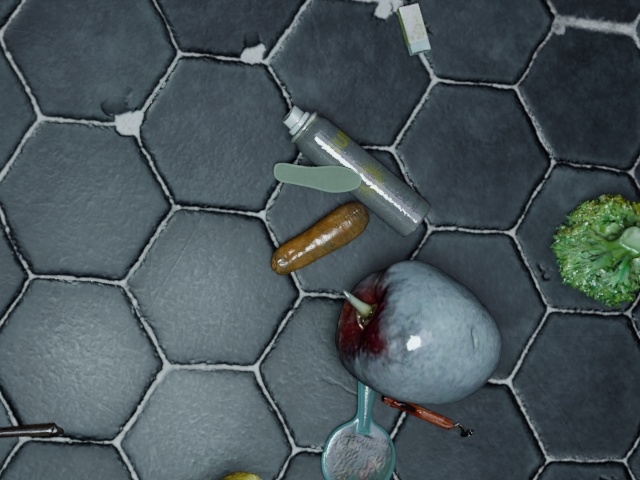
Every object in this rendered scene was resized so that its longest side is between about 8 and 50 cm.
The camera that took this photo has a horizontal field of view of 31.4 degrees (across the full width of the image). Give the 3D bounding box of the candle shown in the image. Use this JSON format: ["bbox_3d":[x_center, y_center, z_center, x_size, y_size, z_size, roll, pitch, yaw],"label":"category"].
[{"bbox_3d":[0.180,0.294,1.898,0.167,0.026,0.021,25,86,-8],"label":"candle"}]

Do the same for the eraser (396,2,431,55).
[{"bbox_3d":[0.160,-0.360,1.941,0.038,0.019,0.083,-15,90,-13],"label":"eraser"}]

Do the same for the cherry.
[{"bbox_3d":[0.150,0.147,1.787,0.296,0.255,0.218,19,74,-25],"label":"cherry"}]

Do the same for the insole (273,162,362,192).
[{"bbox_3d":[-0.005,-0.105,1.861,0.153,0.002,0.053,10,124,15],"label":"insole"}]

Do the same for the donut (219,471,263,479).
[{"bbox_3d":[-0.113,0.465,1.780,0.112,0.151,0.295,-53,126,-35],"label":"donut"}]

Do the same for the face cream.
[{"bbox_3d":[0.055,-0.119,1.878,0.283,0.073,0.073,39,80,-6],"label":"face cream"}]

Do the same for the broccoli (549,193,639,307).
[{"bbox_3d":[0.504,0.009,1.897,0.220,0.194,0.194,-31,92,-6],"label":"broccoli"}]

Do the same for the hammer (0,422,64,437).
[{"bbox_3d":[-0.491,0.295,1.772,0.178,0.021,0.065,-1,86,-12],"label":"hammer"}]

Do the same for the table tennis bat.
[{"bbox_3d":[0.066,0.324,1.874,0.124,0.033,0.201,7,90,-12],"label":"table tennis bat"}]

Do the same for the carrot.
[{"bbox_3d":[0.000,0.000,1.869,0.186,0.060,0.060,-34,93,-9],"label":"carrot"}]
